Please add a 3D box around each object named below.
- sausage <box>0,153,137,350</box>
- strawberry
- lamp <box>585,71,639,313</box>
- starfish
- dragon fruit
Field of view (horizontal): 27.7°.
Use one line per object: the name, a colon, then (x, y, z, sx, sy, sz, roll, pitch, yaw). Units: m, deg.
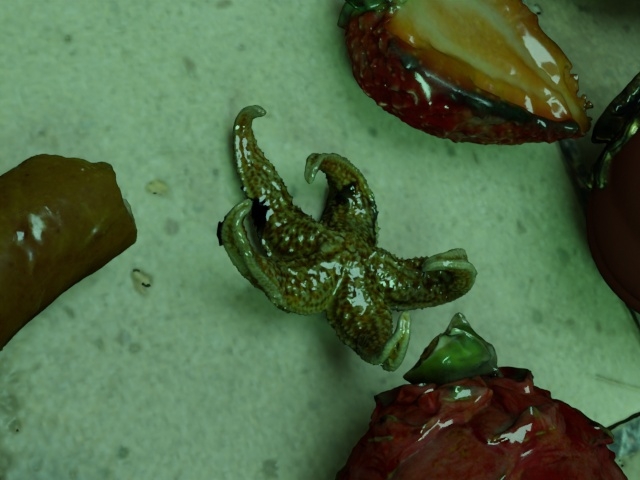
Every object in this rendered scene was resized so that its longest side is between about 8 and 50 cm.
sausage: (-0.202, 0.071, 0.664, 0.103, 0.076, 0.302, 37, 59, -12)
strawberry: (0.088, -0.124, 0.890, 0.192, 0.085, 0.140, 4, 63, -33)
lamp: (0.290, -0.035, 0.886, 0.227, 0.227, 0.227, 10, 68, -26)
starfish: (-0.001, -0.002, 0.791, 0.190, 0.074, 0.146, 42, 42, 15)
dragon fruit: (0.098, 0.159, 0.742, 0.172, 0.172, 0.209, -40, 96, -33)
